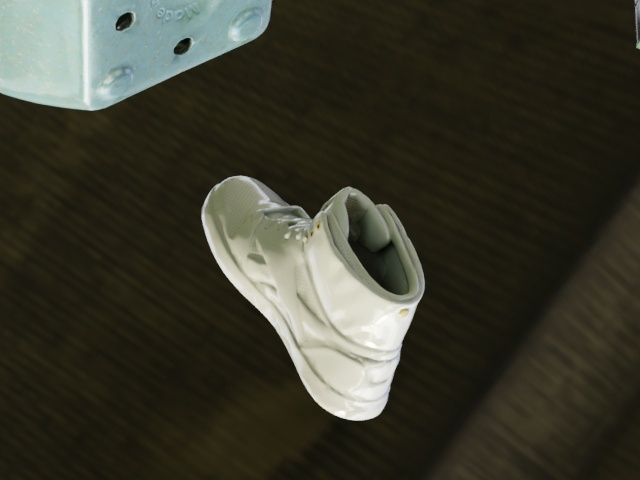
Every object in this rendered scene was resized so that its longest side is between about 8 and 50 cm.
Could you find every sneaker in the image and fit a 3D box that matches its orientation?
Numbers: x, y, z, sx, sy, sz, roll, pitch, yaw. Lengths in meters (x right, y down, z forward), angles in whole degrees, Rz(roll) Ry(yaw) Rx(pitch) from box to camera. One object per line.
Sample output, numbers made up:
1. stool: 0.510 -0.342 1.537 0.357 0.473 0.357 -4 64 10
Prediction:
1. sneaker: 0.000 0.000 1.784 0.292 0.108 0.169 53 -43 36

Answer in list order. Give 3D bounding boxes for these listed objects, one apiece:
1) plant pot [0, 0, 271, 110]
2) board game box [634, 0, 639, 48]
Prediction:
1. plant pot: -0.158 -0.230 1.301 0.248 0.247 0.252 -27 -121 -25
2. board game box: 0.321 -0.284 1.627 0.259 0.030 0.136 118 -15 -53
